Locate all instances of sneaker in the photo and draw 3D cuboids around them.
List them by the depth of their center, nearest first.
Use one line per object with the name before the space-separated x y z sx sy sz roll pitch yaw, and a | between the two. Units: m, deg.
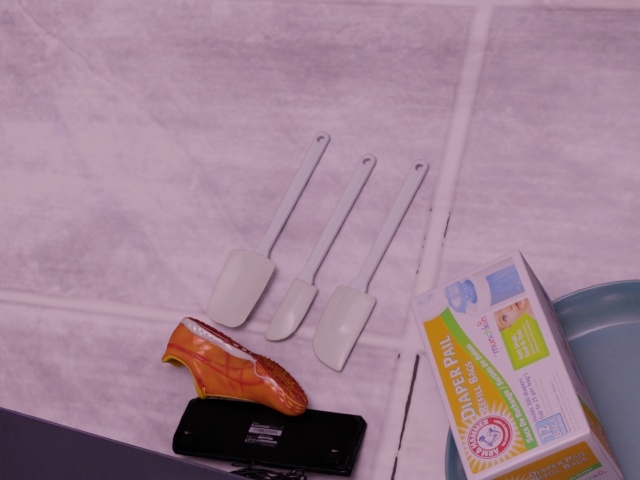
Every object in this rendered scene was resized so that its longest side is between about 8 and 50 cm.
sneaker | -0.083 0.138 1.413 0.175 0.064 0.067 26 90 35

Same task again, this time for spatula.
spatula | 0.000 0.000 1.466 0.168 0.019 0.242 19 73 27

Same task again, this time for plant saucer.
plant saucer | 0.264 0.181 1.245 0.318 0.043 0.317 -15 53 20

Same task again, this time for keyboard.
keyboard | -0.054 0.207 1.387 0.192 0.038 0.100 4 44 22

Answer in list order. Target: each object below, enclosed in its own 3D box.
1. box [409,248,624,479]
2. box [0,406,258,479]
box | 0.168 0.129 1.238 0.114 0.103 0.203 -27 49 11
box | -0.132 0.293 1.214 0.296 0.294 0.182 12 70 23
